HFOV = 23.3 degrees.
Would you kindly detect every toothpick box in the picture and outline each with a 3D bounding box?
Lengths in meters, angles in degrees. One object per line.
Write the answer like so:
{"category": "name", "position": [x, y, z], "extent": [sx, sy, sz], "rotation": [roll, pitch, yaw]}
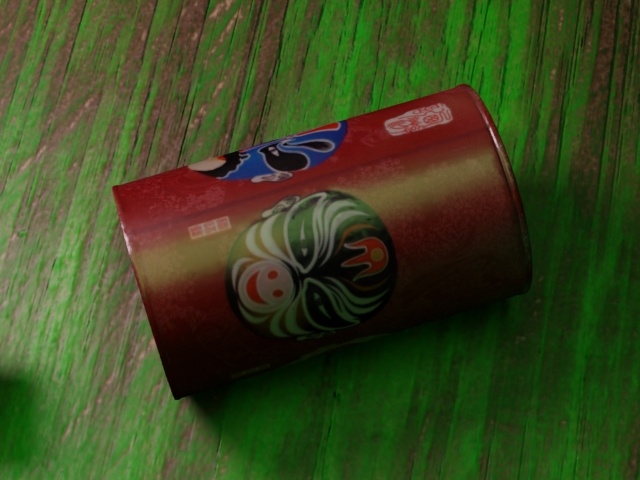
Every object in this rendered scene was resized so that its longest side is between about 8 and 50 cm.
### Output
{"category": "toothpick box", "position": [0.000, 0.000, 1.396], "extent": [0.333, 0.204, 0.204], "rotation": [-16, 65, -6]}
